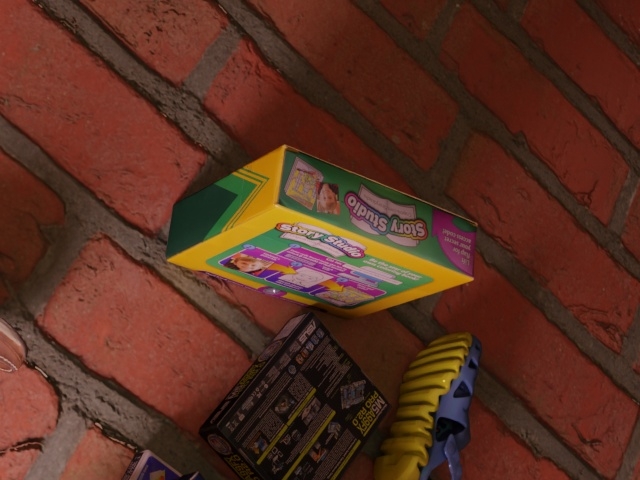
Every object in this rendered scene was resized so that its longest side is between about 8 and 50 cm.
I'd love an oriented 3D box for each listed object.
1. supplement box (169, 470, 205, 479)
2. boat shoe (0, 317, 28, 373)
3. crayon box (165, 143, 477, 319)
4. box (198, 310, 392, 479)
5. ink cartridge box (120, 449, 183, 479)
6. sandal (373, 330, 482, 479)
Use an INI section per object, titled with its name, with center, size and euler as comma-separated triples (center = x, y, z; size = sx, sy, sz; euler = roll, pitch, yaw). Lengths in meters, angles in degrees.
[supplement box]
center = -0.175, 0.508, 1.654
size = 0.356, 0.194, 0.195
euler = 59, 42, -11
[boat shoe]
center = -0.537, 0.106, 1.646
size = 0.324, 0.123, 0.116
euler = 28, 66, -20
[crayon box]
center = 0.000, 0.000, 1.953
size = 0.363, 0.313, 0.106
euler = 20, 64, -31
[box]
center = -0.034, 0.277, 1.998
size = 0.216, 0.060, 0.270
euler = 50, 52, -14
[ink cartridge box]
center = -0.222, 0.438, 1.807
size = 0.208, 0.045, 0.206
euler = 41, 55, -21
[sandal]
center = 0.198, 0.299, 2.137
size = 0.138, 0.126, 0.317
euler = 38, 64, -26
